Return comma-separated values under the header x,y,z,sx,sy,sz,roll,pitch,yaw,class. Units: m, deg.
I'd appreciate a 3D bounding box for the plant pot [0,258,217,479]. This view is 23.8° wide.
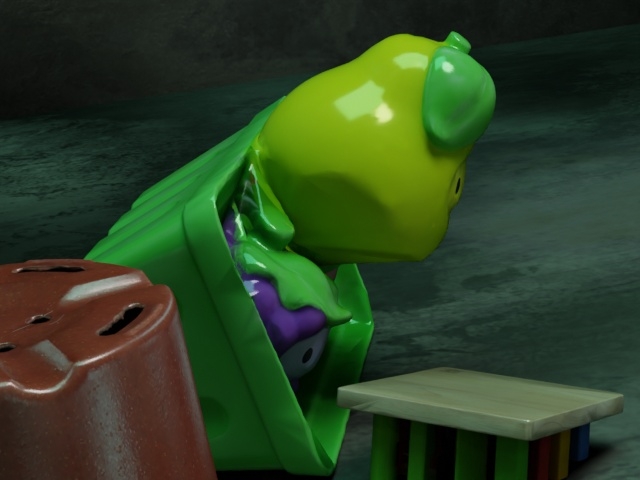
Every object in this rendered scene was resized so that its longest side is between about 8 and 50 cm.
x,y,z,sx,sy,sz,roll,pitch,yaw,class
-0.161,0.164,0.831,0.272,0.265,0.272,-5,17,2,plant pot

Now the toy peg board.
x,y,z,sx,sy,sz,roll,pitch,yaw,class
0.119,0.151,1.139,0.161,0.079,0.160,7,5,34,toy peg board

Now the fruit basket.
x,y,z,sx,sy,sz,roll,pitch,yaw,class
0.000,0.000,1.274,0.392,0.283,0.392,-20,14,5,fruit basket
